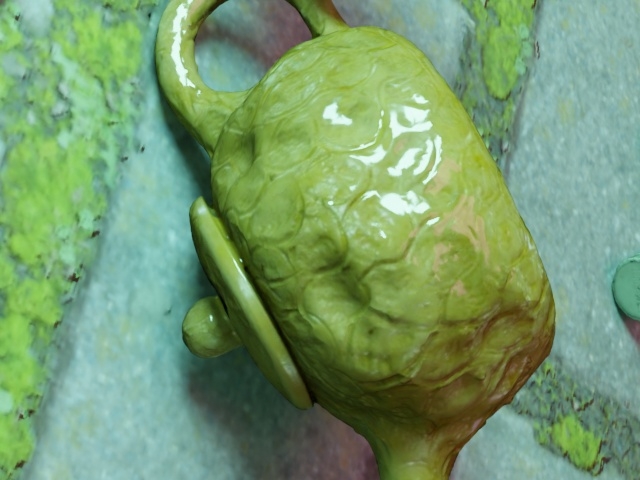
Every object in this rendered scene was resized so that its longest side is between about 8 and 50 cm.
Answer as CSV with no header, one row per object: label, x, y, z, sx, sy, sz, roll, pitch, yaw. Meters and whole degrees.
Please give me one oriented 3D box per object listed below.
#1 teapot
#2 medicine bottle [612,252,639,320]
teapot,0.000,0.000,0.762,0.167,0.203,0.311,-27,79,-3
medicine bottle,0.245,0.025,1.075,0.083,0.047,0.047,-18,96,-46
